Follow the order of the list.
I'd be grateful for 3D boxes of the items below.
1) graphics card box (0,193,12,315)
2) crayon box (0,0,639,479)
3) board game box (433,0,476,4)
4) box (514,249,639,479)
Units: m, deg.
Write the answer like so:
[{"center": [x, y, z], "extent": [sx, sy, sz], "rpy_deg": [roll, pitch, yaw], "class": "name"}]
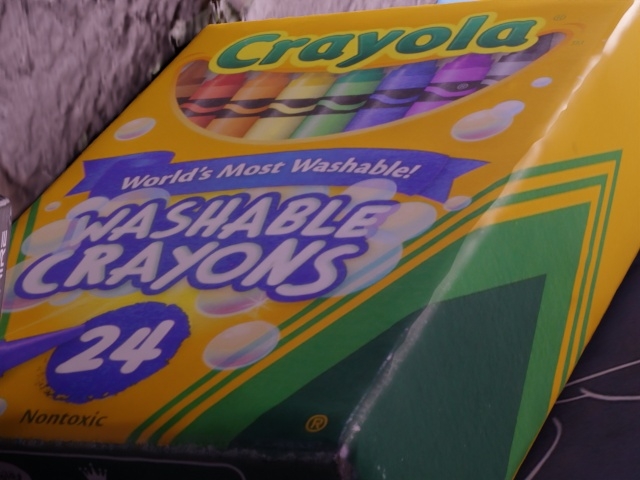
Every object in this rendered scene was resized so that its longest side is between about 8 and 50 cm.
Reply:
[{"center": [-0.165, 0.107, 0.411], "extent": [0.371, 0.094, 0.232], "rpy_deg": [-40, 138, -81], "class": "graphics card box"}, {"center": [0.000, 0.000, 0.709], "extent": [0.323, 0.203, 0.083], "rpy_deg": [-52, 131, -46], "class": "crayon box"}, {"center": [0.206, 0.029, 1.049], "extent": [0.302, 0.308, 0.086], "rpy_deg": [78, 32, -41], "class": "board game box"}, {"center": [0.161, 0.156, 0.705], "extent": [0.297, 0.472, 0.480], "rpy_deg": [55, 41, -17], "class": "box"}]
